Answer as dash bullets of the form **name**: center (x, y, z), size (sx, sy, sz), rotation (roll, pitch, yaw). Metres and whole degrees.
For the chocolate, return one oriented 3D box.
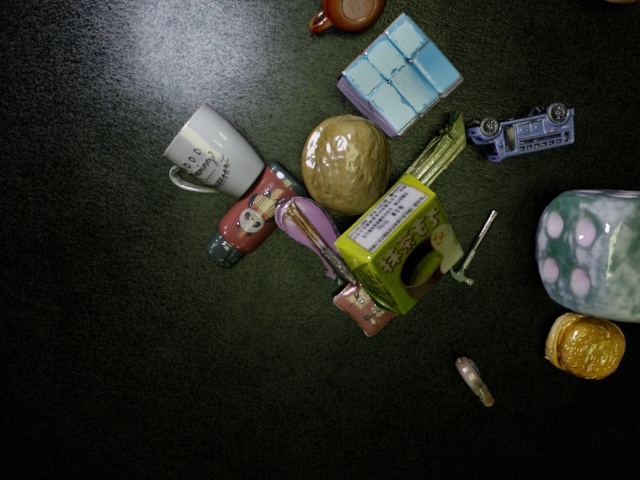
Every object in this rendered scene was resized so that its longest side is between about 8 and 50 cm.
- **chocolate**: center (0.233, 0.023, 1.425), size (0.301, 0.137, 0.288), rotation (-45, 127, -12)

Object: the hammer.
- **hammer**: center (0.474, 0.013, 1.577), size (0.103, 0.029, 0.246), rotation (26, 96, -7)

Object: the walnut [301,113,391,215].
- **walnut**: center (0.070, -0.206, 1.417), size (0.283, 0.227, 0.282), rotation (-4, 105, -15)

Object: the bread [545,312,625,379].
- **bread**: center (0.831, 0.329, 1.600), size (0.236, 0.120, 0.198), rotation (17, 97, -6)

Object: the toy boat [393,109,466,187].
- **toy boat**: center (0.332, -0.241, 1.481), size (0.084, 0.111, 0.276), rotation (37, 96, -11)

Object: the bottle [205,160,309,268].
- **bottle**: center (-0.190, -0.061, 1.477), size (0.144, 0.144, 0.336), rotation (41, 98, -9)

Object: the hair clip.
- **hair clip**: center (0.002, -0.002, 1.476), size (0.110, 0.095, 0.358), rotation (-27, 119, 20)

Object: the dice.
- **dice**: center (0.836, 0.028, 1.444), size (0.331, 0.348, 0.327), rotation (-1, 100, -9)

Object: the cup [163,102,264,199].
- **cup**: center (-0.308, -0.214, 1.443), size (0.234, 0.186, 0.258), rotation (40, 126, -16)

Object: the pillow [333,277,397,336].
- **pillow**: center (0.155, 0.188, 1.567), size (0.171, 0.075, 0.179), rotation (-43, 101, 3)

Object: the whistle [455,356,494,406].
- **whistle**: center (0.490, 0.445, 1.621), size (0.057, 0.107, 0.220), rotation (-33, 113, 7)

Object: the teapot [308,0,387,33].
- **teapot**: center (0.072, -0.655, 1.400), size (0.252, 0.135, 0.178), rotation (-30, 131, 21)

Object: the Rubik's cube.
- **Rubik's cube**: center (0.200, -0.428, 1.386), size (0.224, 0.221, 0.231), rotation (-44, 99, 5)

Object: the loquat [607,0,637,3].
- **loquat**: center (0.824, -0.740, 1.371), size (0.213, 0.213, 0.213), rotation (0, 100, -3)

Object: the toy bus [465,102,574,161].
- **toy bus**: center (0.564, -0.305, 1.474), size (0.292, 0.125, 0.133), rotation (-12, 101, -2)
